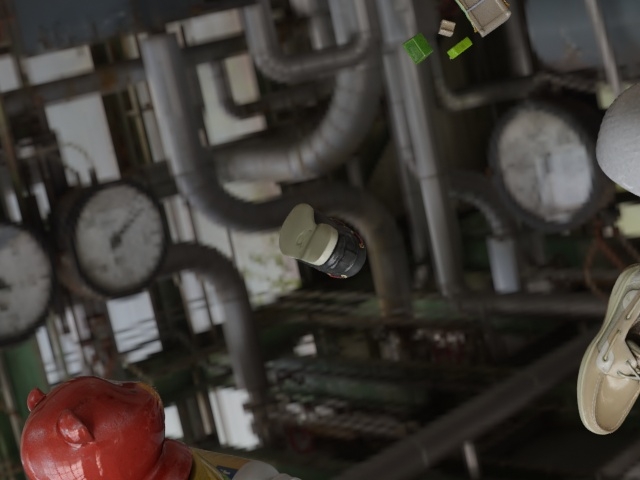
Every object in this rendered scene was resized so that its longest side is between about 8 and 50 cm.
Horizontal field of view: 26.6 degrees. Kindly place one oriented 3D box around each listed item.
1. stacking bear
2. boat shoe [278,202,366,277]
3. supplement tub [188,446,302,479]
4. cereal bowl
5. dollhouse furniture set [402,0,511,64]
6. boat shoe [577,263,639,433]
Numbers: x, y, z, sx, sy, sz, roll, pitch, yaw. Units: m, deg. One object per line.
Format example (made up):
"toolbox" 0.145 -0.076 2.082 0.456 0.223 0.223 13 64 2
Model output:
"stacking bear" -0.133 0.230 1.111 0.164 0.289 0.175 -39 -157 -13
"boat shoe" -0.001 0.002 1.166 0.042 0.049 0.133 27 -178 -23
"supplement tub" -0.127 0.323 1.601 0.199 0.144 0.144 6 -162 24
"cereal bowl" 0.614 -0.180 2.144 0.339 0.141 0.339 2 -150 -1
"dollhouse furniture set" 0.196 -0.312 1.957 0.151 0.076 0.058 -37 -176 -9
"boat shoe" 0.522 0.192 2.289 0.109 0.302 0.098 15 -173 -23
